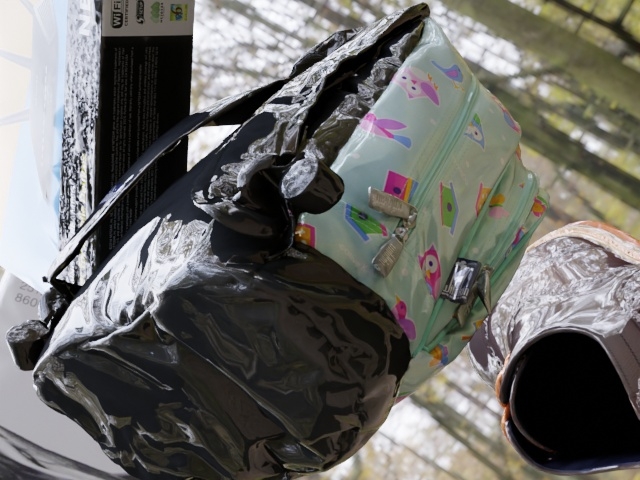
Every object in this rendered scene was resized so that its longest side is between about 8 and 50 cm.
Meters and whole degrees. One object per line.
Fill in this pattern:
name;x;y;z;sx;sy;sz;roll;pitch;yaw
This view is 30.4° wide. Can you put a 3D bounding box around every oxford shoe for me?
oxford shoe;0.109;0.049;0.521;0.098;0.097;0.271;-23;0;-16

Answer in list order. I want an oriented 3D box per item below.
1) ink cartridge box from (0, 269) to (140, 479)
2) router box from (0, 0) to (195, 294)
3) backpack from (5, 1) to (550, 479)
ink cartridge box;-0.173;0.214;0.733;0.285;0.166;0.395;118;169;-58
router box;-0.107;-0.068;0.503;0.046;0.133;0.179;-8;-70;-38
backpack;0.000;0.000;0.418;0.152;0.115;0.182;-19;23;42
